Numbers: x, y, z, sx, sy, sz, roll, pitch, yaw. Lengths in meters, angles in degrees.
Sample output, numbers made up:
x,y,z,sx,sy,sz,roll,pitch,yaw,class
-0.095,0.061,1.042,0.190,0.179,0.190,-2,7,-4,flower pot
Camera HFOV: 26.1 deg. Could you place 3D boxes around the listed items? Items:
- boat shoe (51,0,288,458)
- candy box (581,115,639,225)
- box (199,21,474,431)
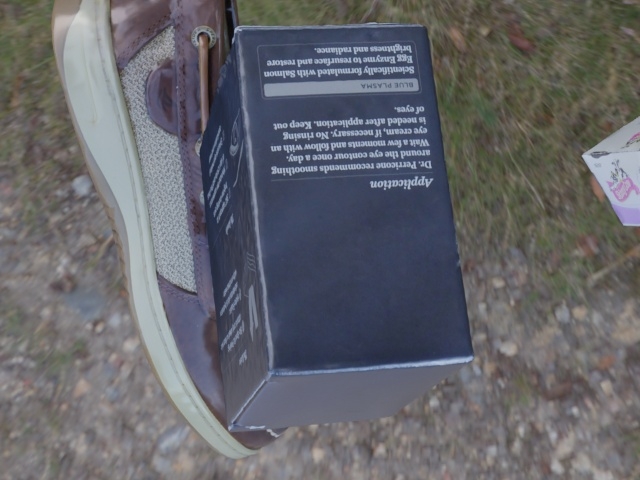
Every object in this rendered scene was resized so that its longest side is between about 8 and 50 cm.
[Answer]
x,y,z,sx,sy,sz,roll,pitch,yaw,class
-0.053,-0.011,0.843,0.123,0.123,0.342,-9,117,10,boat shoe
0.314,-0.088,1.009,0.196,0.165,0.070,-33,98,-7,candy box
0.000,0.000,0.659,0.093,0.156,0.158,-3,75,-11,box
